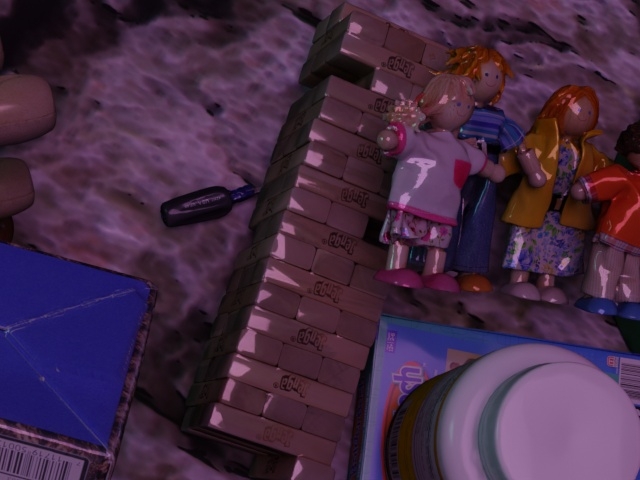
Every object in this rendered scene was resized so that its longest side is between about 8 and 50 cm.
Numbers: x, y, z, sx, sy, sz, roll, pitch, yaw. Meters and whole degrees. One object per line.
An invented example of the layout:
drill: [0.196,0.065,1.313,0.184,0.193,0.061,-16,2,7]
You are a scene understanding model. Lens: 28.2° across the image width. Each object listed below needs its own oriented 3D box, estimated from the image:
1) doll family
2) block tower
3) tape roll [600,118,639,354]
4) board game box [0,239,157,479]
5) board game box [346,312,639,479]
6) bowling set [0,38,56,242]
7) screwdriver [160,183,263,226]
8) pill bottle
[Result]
doll family: [0.124,-0.045,0.869,0.263,0.118,0.163,9,93,-30]
block tower: [0.000,0.000,0.889,0.097,0.091,0.335,21,75,-16]
tape roll: [0.378,0.003,0.977,0.321,0.077,0.321,2,78,-10]
board game box: [-0.242,0.143,0.710,0.232,0.291,0.141,17,33,-7]
board game box: [0.128,0.147,0.912,0.210,0.047,0.160,10,77,-8]
bowling set: [-0.271,-0.050,0.800,0.154,0.287,0.199,-15,123,-24]
screwdriver: [-0.037,-0.041,0.941,0.170,0.024,0.025,-19,53,-20]
pill bottle: [0.115,0.127,0.777,0.117,0.215,0.117,2,78,-9]
